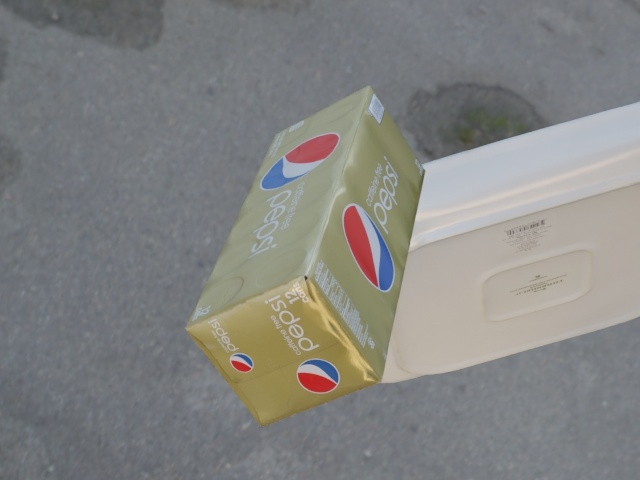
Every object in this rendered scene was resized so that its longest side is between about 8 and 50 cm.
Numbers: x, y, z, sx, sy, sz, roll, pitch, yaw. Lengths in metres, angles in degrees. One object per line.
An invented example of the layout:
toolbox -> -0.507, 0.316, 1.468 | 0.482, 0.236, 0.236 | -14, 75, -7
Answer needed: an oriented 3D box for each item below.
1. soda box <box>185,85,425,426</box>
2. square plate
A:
soda box -> 0.000, 0.000, 0.541 | 0.058, 0.061, 0.181 | 56, 26, -20
square plate -> 0.176, 0.021, 1.018 | 0.347, 0.344, 0.049 | -16, 61, 2
